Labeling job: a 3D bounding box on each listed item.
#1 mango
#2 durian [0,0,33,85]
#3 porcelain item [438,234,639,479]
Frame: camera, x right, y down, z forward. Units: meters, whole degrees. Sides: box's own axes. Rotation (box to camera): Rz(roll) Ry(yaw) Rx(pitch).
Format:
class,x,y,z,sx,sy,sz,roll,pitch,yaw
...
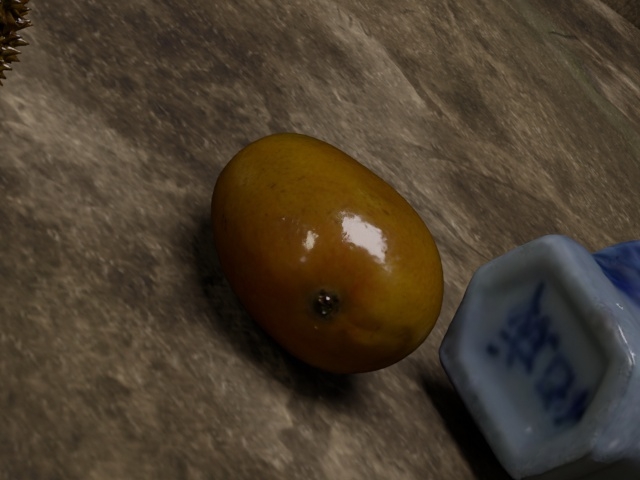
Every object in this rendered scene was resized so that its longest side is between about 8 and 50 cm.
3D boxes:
class,x,y,z,sx,sy,sz,roll,pitch,yaw
mango,-0.003,-0.001,0.997,0.151,0.120,0.221,26,19,-40
durian,-0.243,-0.164,0.890,0.168,0.137,0.158,-94,171,-50
porcelain item,0.283,0.128,1.136,0.405,0.178,0.242,17,32,-40
